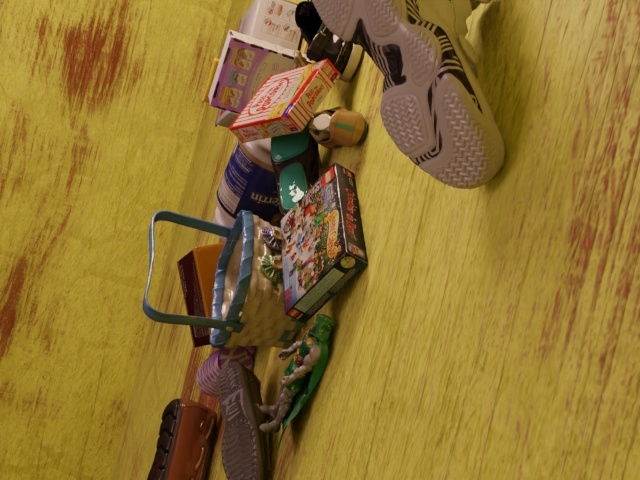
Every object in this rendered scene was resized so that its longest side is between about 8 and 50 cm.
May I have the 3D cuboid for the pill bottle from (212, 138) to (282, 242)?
[{"bbox_3d":[-0.131,-0.116,1.841,0.153,0.153,0.265,-94,24,-47],"label":"pill bottle"}]

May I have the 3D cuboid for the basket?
[{"bbox_3d":[-0.168,0.061,1.571,0.255,0.288,0.201,-97,22,-44],"label":"basket"}]

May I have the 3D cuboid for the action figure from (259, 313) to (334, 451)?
[{"bbox_3d":[-0.035,0.211,1.425,0.137,0.063,0.232,-99,32,-60],"label":"action figure"}]

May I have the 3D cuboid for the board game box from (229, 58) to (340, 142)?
[{"bbox_3d":[-0.068,-0.257,1.644,0.193,0.045,0.147,-3,47,52],"label":"board game box"}]

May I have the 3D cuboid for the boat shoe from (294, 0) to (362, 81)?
[{"bbox_3d":[0.005,-0.433,1.735,0.340,0.113,0.127,-93,24,-46],"label":"boat shoe"}]

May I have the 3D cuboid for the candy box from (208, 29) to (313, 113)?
[{"bbox_3d":[-0.136,-0.363,1.989,0.070,0.196,0.165,-109,37,-61],"label":"candy box"}]

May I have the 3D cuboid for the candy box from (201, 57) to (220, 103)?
[{"bbox_3d":[-0.164,-0.347,2.052,0.027,0.205,0.105,-112,39,-58],"label":"candy box"}]

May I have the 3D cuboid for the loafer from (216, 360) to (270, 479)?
[{"bbox_3d":[-0.123,0.338,1.586,0.094,0.087,0.251,-31,52,30],"label":"loafer"}]

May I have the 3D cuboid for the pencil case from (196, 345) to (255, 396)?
[{"bbox_3d":[-0.206,0.275,1.882,0.088,0.086,0.206,-45,3,-30],"label":"pencil case"}]

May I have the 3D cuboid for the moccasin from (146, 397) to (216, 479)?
[{"bbox_3d":[-0.313,0.545,1.935,0.139,0.147,0.380,-31,41,47],"label":"moccasin"}]

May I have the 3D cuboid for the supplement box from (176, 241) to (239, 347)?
[{"bbox_3d":[-0.199,0.110,1.803,0.194,0.129,0.192,153,106,-68],"label":"supplement box"}]

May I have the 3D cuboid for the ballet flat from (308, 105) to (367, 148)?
[{"bbox_3d":[0.017,-0.209,1.575,0.232,0.073,0.080,-165,87,-74],"label":"ballet flat"}]

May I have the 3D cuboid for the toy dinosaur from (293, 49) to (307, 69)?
[{"bbox_3d":[-0.065,-0.278,1.938,0.118,0.064,0.268,-96,23,-64],"label":"toy dinosaur"}]

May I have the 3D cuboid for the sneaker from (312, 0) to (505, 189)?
[{"bbox_3d":[0.153,-0.238,1.070,0.366,0.210,0.137,59,145,18],"label":"sneaker"}]

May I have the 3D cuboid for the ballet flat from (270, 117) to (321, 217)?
[{"bbox_3d":[-0.043,-0.133,1.661,0.096,0.095,0.281,55,-153,-49],"label":"ballet flat"}]

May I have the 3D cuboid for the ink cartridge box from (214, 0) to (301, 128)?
[{"bbox_3d":[-0.158,-0.433,2.238,0.272,0.130,0.310,180,105,-74],"label":"ink cartridge box"}]

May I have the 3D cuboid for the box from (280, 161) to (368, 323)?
[{"bbox_3d":[0.000,0.000,1.436,0.159,0.044,0.233,-46,30,29],"label":"box"}]
